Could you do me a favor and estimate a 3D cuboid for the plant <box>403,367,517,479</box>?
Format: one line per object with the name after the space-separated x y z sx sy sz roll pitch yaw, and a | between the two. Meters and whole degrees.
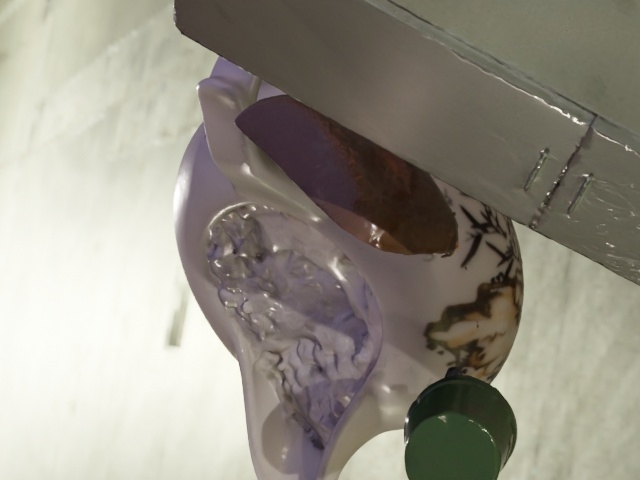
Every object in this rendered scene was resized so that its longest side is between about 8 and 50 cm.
0.062 0.081 0.694 0.102 0.051 0.051 -42 -33 -77 | plant

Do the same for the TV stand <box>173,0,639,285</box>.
0.091 -0.050 0.488 0.088 0.269 0.083 -57 -8 -23 | TV stand

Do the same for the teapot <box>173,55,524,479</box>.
0.000 0.000 0.848 0.208 0.166 0.300 27 147 40 | teapot

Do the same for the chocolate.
0.014 -0.032 0.643 0.101 0.064 0.031 47 123 41 | chocolate
